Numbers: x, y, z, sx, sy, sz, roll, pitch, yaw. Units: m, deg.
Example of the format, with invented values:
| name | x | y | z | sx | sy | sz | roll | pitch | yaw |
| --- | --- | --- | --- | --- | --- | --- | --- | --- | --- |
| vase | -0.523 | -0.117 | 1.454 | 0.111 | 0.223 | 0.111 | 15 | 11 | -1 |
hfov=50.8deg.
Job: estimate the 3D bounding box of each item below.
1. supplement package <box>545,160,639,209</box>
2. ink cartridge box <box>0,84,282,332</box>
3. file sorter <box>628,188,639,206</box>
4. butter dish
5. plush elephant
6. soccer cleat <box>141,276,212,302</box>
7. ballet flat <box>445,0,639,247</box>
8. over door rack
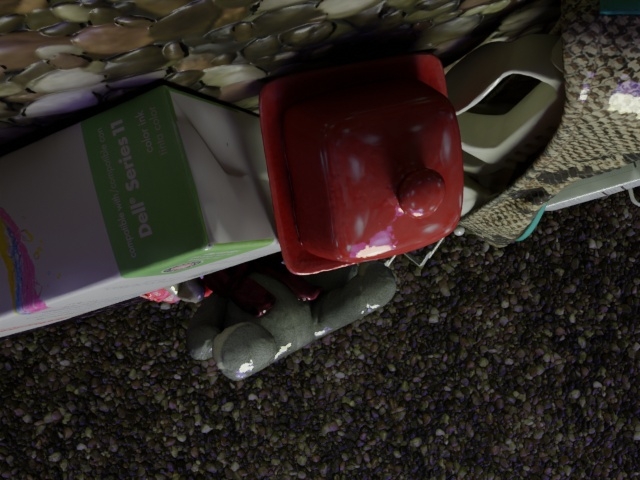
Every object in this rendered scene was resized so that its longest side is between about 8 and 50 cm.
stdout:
| name | x | y | z | sx | sy | sz | roll | pitch | yaw |
| --- | --- | --- | --- | --- | --- | --- | --- | --- | --- |
| supplement package | 0.410 | -0.139 | 0.931 | 0.244 | 0.139 | 0.133 | -17 | 175 | 27 |
| ink cartridge box | -0.212 | -0.001 | 0.576 | 0.353 | 0.119 | 0.207 | -18 | 176 | 18 |
| file sorter | 0.952 | -0.197 | 1.900 | 0.173 | 0.193 | 0.277 | -14 | 177 | 24 |
| butter dish | 0.049 | -0.047 | 0.498 | 0.159 | 0.160 | 0.118 | -14 | -158 | -17 |
| plush elephant | -0.098 | 0.045 | 0.960 | 0.271 | 0.256 | 0.330 | -24 | 172 | -26 |
| soccer cleat | -0.271 | 0.050 | 1.087 | 0.108 | 0.117 | 0.318 | -17 | 176 | 25 |
| ballet flat | 0.179 | -0.106 | 0.644 | 0.181 | 0.164 | 0.483 | 6 | 168 | -4 |
| over door rack | 0.260 | -0.032 | 1.366 | 0.324 | 0.108 | 0.239 | -46 | 161 | 27 |
